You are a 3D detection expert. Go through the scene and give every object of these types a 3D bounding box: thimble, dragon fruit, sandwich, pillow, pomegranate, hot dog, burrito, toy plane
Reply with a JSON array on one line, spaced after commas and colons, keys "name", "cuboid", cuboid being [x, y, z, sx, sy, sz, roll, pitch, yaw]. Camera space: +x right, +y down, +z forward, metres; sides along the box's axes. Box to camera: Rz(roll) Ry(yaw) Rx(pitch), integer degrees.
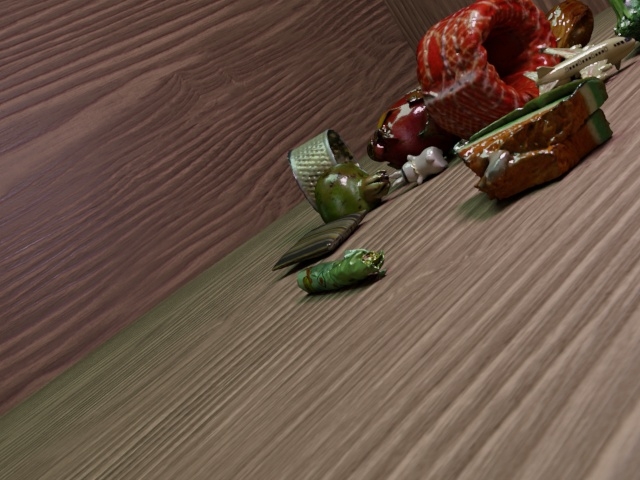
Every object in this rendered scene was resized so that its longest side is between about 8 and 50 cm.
[{"name": "thimble", "cuboid": [0.028, -0.220, 2.203, 0.150, 0.271, 0.271, -29, 9, 19]}, {"name": "dragon fruit", "cuboid": [0.289, -0.317, 1.930, 0.315, 0.250, 0.250, -20, 1, -28]}, {"name": "sandwich", "cuboid": [0.347, -0.154, 1.119, 0.292, 0.109, 0.212, -31, 14, 30]}, {"name": "pillow", "cuboid": [0.000, 0.000, 1.737, 0.208, 0.052, 0.212, -23, 14, 40]}, {"name": "thimble", "cuboid": [0.431, -0.439, 1.726, 0.350, 0.350, 0.230, -38, 14, -33]}, {"name": "pomegranate", "cuboid": [0.076, -0.138, 1.909, 0.190, 0.159, 0.241, -36, 13, -16]}, {"name": "hot dog", "cuboid": [0.762, -0.650, 2.298, 0.267, 0.174, 0.387, -34, -2, -23]}, {"name": "burrito", "cuboid": [0.047, 0.050, 1.251, 0.104, 0.054, 0.288, -34, 6, -25]}, {"name": "toy plane", "cuboid": [0.606, -0.403, 1.563, 0.244, 0.092, 0.229, -18, 44, 6]}]

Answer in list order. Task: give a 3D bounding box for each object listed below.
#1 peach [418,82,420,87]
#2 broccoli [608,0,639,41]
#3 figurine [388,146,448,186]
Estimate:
[{"name": "peach", "cuboid": [0.462, -0.486, 2.254, 0.281, 0.238, 0.281, -1, -19, 0]}, {"name": "broccoli", "cuboid": [0.794, -0.628, 1.614, 0.308, 0.275, 0.308, -42, -25, -25]}, {"name": "figurine", "cuboid": [0.266, -0.182, 1.798, 0.098, 0.081, 0.146, 18, -38, -39]}]
